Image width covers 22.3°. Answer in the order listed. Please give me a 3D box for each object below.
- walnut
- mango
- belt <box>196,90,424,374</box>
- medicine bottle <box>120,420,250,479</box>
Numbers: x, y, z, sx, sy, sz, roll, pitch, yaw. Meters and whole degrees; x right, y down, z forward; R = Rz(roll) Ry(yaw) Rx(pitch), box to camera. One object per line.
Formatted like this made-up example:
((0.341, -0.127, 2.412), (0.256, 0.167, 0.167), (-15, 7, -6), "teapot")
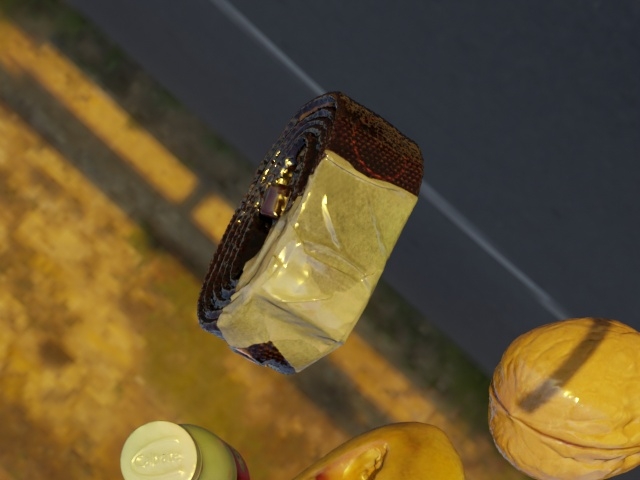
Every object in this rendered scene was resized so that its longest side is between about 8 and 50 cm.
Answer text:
((0.256, 0.157, 1.585), (0.197, 0.165, 0.165), (5, -163, -37), "walnut")
((0.020, 0.340, 1.651), (0.182, 0.365, 0.253), (34, -169, -28), "mango")
((0.000, 0.000, 1.690), (0.164, 0.289, 0.184), (32, 169, -24), "belt")
((-0.122, 0.211, 1.463), (0.090, 0.090, 0.216), (40, 173, 15), "medicine bottle")
